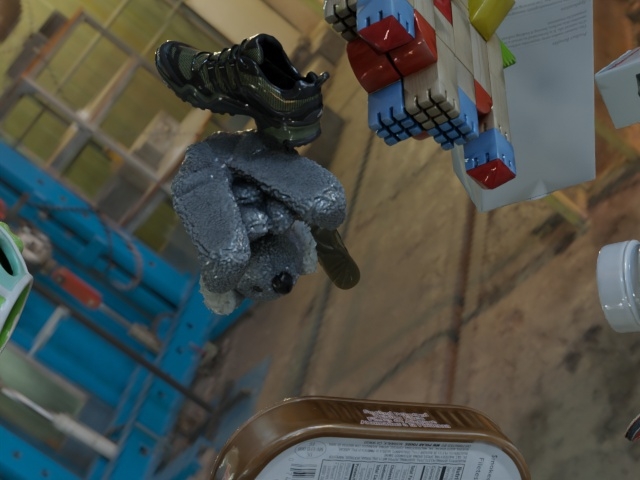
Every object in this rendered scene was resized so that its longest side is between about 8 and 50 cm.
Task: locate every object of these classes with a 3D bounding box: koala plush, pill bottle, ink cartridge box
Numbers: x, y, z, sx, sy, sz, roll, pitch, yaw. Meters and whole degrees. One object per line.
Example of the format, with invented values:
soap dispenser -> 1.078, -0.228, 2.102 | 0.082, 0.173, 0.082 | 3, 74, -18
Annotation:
koala plush -> -0.079, -0.007, 1.384 | 0.196, 0.221, 0.203 | -31, 52, -13
pill bottle -> 0.406, 0.036, 1.173 | 0.209, 0.119, 0.119 | -11, 38, 33
ink cartridge box -> 0.428, -0.201, 1.294 | 0.175, 0.072, 0.127 | -16, 13, 45

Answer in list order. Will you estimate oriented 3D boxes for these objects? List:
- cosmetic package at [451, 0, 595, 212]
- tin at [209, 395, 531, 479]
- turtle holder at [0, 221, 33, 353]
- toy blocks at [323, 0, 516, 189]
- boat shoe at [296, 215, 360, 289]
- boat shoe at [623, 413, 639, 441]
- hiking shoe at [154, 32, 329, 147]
cosmetic package -> 0.318, -0.256, 1.809 | 0.217, 0.385, 0.156 | -15, 39, -7
tin -> 0.032, 0.145, 0.629 | 0.040, 0.190, 0.106 | -130, 50, -61
turtle holder -> -0.492, 0.060, 1.413 | 0.320, 0.227, 0.243 | 142, 150, -78
toy blocks -> 0.124, -0.220, 1.378 | 0.191, 0.381, 0.260 | -21, 50, 29
boat shoe -> 0.000, 0.000, 1.536 | 0.056, 0.152, 0.049 | -30, 9, -6
boat shoe -> 0.553, 0.286, 1.809 | 0.137, 0.043, 0.049 | -33, -31, -9
hiking shoe -> -0.089, -0.203, 1.312 | 0.086, 0.227, 0.114 | -48, -21, -51
